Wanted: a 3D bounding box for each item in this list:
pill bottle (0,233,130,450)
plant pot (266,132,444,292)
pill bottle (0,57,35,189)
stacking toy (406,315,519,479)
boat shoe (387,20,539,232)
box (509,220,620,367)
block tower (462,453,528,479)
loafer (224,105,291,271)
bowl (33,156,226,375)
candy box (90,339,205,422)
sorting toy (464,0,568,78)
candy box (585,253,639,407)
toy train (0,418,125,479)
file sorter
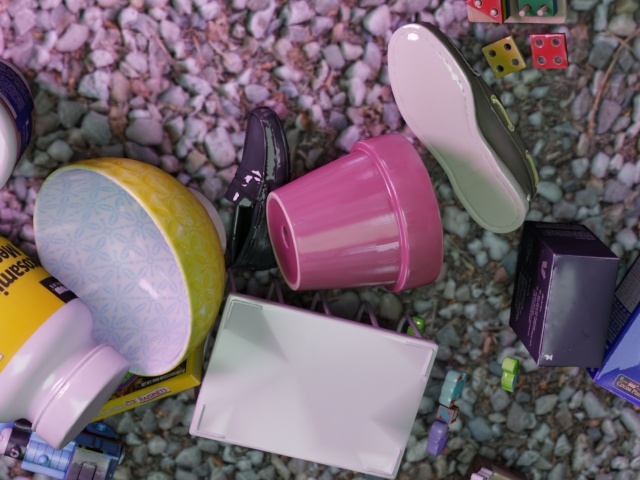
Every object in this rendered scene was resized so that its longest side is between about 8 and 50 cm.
[{"bbox_3d":[-0.409,0.104,1.596,0.334,0.188,0.188,38,100,3],"label":"pill bottle"},{"bbox_3d":[0.035,-0.020,1.621,0.180,0.201,0.201,-15,108,-15],"label":"plant pot"},{"bbox_3d":[-0.422,-0.141,1.524,0.153,0.265,0.153,-1,108,-5],"label":"pill bottle"},{"bbox_3d":[0.171,0.235,1.760,0.167,0.052,0.221,20,107,25],"label":"stacking toy"},{"bbox_3d":[0.189,-0.157,1.669,0.109,0.091,0.305,-18,110,39],"label":"boat shoe"},{"bbox_3d":[0.323,0.071,1.714,0.093,0.158,0.156,4,107,-7],"label":"box"},{"bbox_3d":[0.201,0.470,1.857,0.091,0.097,0.335,25,105,-12],"label":"block tower"},{"bbox_3d":[-0.086,-0.064,1.672,0.078,0.076,0.223,-8,112,-27],"label":"loafer"},{"bbox_3d":[-0.214,0.011,1.629,0.156,0.289,0.289,-32,113,-41],"label":"bowl"},{"bbox_3d":[-0.245,0.174,1.687,0.206,0.105,0.027,-21,128,21],"label":"candy box"},{"bbox_3d":[0.237,-0.324,1.603,0.132,0.046,0.275,7,122,28],"label":"sorting toy"},{"bbox_3d":[0.553,0.104,1.765,0.268,0.122,0.317,29,103,-12],"label":"candy box"},{"bbox_3d":[-0.356,0.280,1.738,0.184,0.105,0.080,19,104,-11],"label":"toy train"},{"bbox_3d":[-0.016,0.167,1.702,0.277,0.173,0.193,15,104,-10],"label":"file sorter"}]
